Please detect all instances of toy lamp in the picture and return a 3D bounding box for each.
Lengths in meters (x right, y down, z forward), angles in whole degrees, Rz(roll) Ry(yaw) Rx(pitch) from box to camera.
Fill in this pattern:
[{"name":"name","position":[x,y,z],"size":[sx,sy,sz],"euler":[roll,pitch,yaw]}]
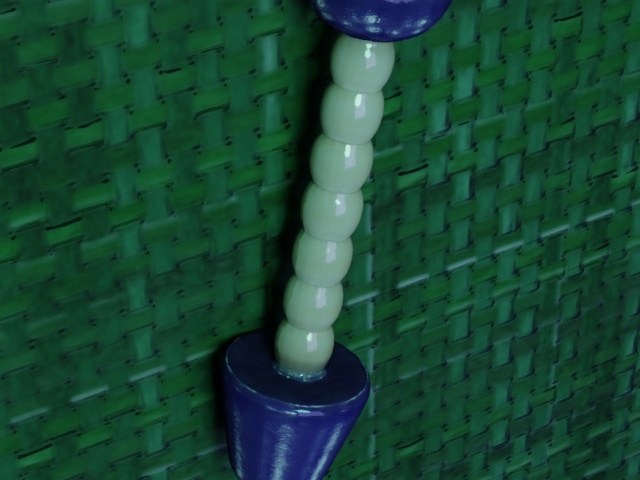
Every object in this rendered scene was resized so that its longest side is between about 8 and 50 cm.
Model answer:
[{"name":"toy lamp","position":[0.000,0.000,0.749],"size":[0.080,0.080,0.274],"euler":[-6,120,-30]}]
